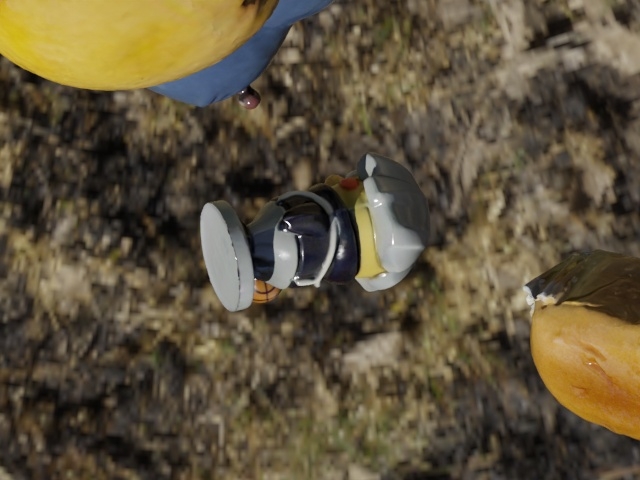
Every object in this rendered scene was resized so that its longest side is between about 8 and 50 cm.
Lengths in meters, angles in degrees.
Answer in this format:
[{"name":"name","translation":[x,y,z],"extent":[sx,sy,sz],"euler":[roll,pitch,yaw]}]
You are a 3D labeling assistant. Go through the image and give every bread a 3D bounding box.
[{"name":"bread","translation":[0.281,0.095,1.468],"extent":[0.241,0.107,0.136],"euler":[15,140,39]}]

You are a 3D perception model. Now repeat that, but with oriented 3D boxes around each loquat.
[{"name":"loquat","translation":[-0.112,-0.185,0.999],"extent":[0.208,0.208,0.208],"euler":[-1,123,-2]}]

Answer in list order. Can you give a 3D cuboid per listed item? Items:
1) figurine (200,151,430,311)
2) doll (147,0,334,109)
[{"name":"figurine","translation":[0.000,0.000,1.978],"extent":[0.236,0.133,0.176],"euler":[-14,161,-18]},{"name":"doll","translation":[-0.060,-0.220,1.464],"extent":[0.154,0.228,0.258],"euler":[40,119,4]}]
